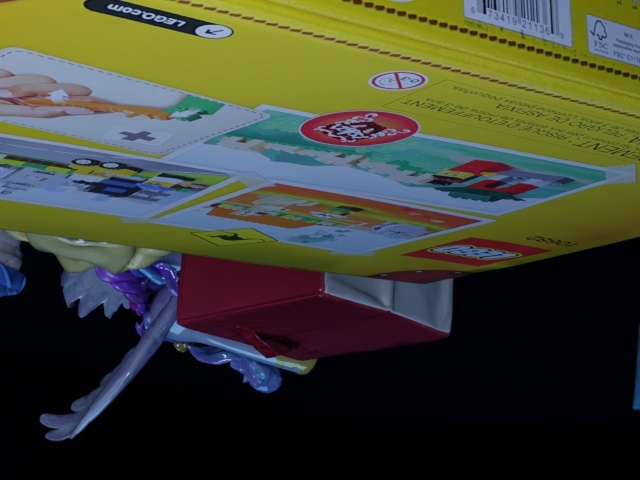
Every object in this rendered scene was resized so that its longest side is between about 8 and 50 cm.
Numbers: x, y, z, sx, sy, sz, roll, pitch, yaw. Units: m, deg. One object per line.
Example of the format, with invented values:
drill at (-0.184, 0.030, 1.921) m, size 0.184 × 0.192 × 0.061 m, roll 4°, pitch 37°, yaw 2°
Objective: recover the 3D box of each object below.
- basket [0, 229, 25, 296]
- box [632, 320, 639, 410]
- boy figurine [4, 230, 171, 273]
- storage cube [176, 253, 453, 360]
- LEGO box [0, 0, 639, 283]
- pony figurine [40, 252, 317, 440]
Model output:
basket at (-0.455, 0.034, 1.415) m, size 0.255 × 0.288 × 0.201 m, roll -7°, pitch 160°, yaw 42°
box at (0.305, 0.017, 1.049) m, size 0.060 × 0.244 × 0.100 m, roll 8°, pitch 166°, yaw 1°
boy figurine at (-0.197, -0.022, 1.114) m, size 0.177 × 0.092 × 0.285 m, roll 11°, pitch 172°, yaw -6°
storage cube at (0.000, 0.000, 1.224) m, size 0.193 × 0.215 × 0.184 m, roll -14°, pitch 155°, yaw 42°
LEGO box at (-0.022, -0.118, 0.638) m, size 0.500 × 0.193 × 0.372 m, roll 8°, pitch 166°, yaw -35°
pony figurine at (-0.176, 0.077, 1.602) m, size 0.363 × 0.302 × 0.351 m, roll 20°, pitch 130°, yaw -31°
